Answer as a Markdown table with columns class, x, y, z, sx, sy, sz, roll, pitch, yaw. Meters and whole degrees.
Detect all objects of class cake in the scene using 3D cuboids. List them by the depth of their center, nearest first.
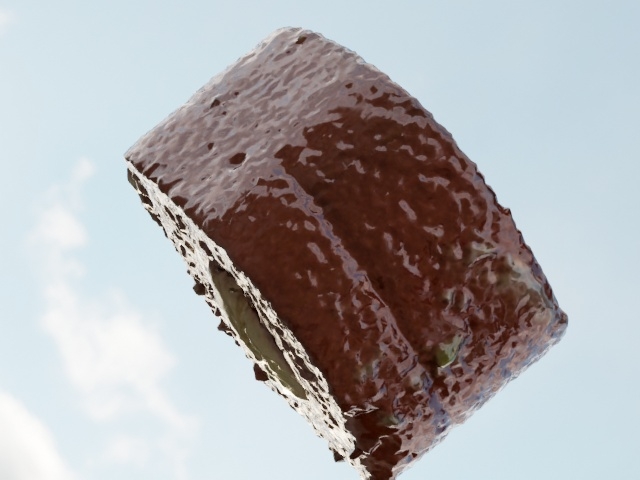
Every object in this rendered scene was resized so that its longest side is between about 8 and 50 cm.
| class | x | y | z | sx | sy | sz | roll | pitch | yaw |
| --- | --- | --- | --- | --- | --- | --- | --- | --- | --- |
| cake | 0.000 | 0.000 | 0.939 | 0.177 | 0.151 | 0.283 | 51 | -5 | -26 |
